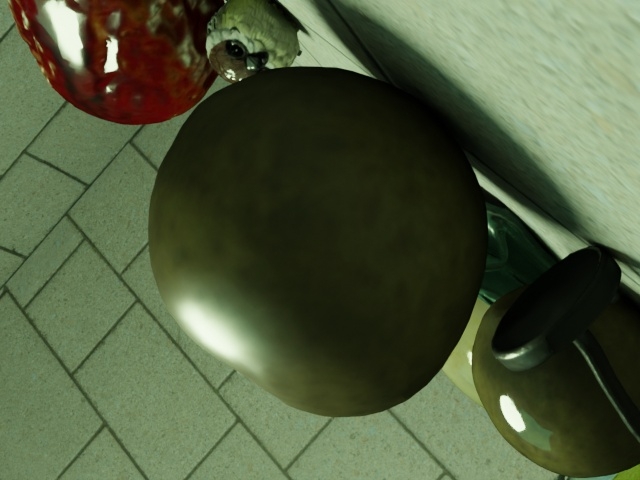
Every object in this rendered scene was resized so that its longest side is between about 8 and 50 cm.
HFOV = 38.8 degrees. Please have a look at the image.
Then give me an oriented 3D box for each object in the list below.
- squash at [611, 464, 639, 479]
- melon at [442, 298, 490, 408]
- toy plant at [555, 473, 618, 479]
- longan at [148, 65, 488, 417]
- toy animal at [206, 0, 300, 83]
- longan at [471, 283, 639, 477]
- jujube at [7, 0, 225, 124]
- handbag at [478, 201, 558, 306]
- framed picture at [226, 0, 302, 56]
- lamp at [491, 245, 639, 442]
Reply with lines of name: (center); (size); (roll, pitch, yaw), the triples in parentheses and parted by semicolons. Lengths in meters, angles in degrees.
squash: (0.327, 0.261, 0.846); (0.132, 0.247, 0.132); (43, -178, -2)
melon: (0.316, 0.176, 1.576); (0.317, 0.223, 0.223); (40, -178, 30)
toy plant: (0.478, 0.353, 1.098); (0.332, 0.247, 0.247); (39, -177, 0)
longan: (0.004, -0.001, 0.753); (0.297, 0.297, 0.297); (42, -177, -3)
toy animal: (-0.081, -0.213, 0.958); (0.098, 0.098, 0.137); (39, -175, -36)
longan: (0.224, 0.120, 0.812); (0.187, 0.167, 0.167); (35, 178, 39)
jujube: (-0.218, -0.250, 0.985); (0.223, 0.223, 0.318); (43, 171, 16)
handbag: (0.149, 0.005, 1.083); (0.238, 0.089, 0.326); (34, 177, -37)
framed picture: (-0.171, -0.360, 1.093); (0.244, 0.013, 0.324); (45, -175, 40)
lamp: (0.238, 0.190, 0.700); (0.371, 0.108, 0.130); (64, -158, -14)
